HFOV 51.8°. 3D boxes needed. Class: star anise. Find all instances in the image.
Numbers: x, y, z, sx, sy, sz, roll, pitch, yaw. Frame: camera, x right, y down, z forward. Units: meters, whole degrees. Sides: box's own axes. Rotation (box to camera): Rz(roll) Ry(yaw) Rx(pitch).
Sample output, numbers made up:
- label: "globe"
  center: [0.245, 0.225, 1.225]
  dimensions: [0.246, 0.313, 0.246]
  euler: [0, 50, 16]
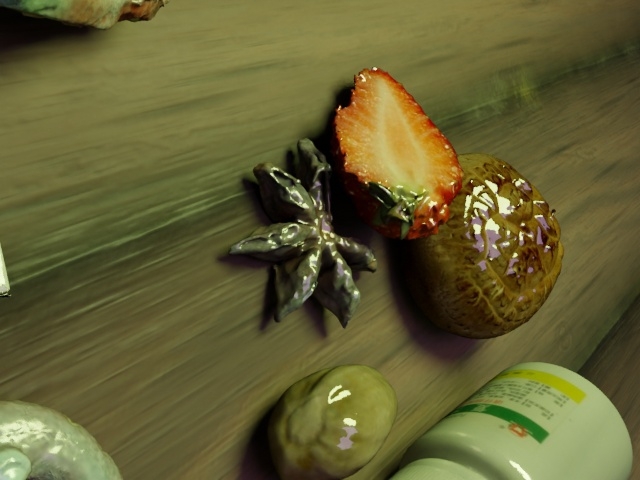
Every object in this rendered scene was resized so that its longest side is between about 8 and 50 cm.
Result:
- label: "star anise"
  center: [-0.011, 0.006, 0.712]
  dimensions: [0.172, 0.063, 0.208]
  euler: [-43, 112, -40]

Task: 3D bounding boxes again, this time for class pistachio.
- label: "pistachio"
  center: [0.021, 0.188, 0.683]
  dimensions: [0.185, 0.108, 0.126]
  euler: [-20, 120, -52]

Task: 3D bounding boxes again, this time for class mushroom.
- label: "mushroom"
  center: [0.212, 0.002, 0.879]
  dimensions: [0.253, 0.153, 0.253]
  euler: [8, 76, -33]

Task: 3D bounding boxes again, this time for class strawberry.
- label: "strawberry"
  center: [0.077, -0.087, 0.787]
  dimensions: [0.175, 0.107, 0.236]
  euler: [30, 42, -5]

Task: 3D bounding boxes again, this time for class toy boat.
- label: "toy boat"
  center: [-0.199, 0.219, 0.471]
  dimensions: [0.155, 0.085, 0.227]
  euler: [-35, 107, -41]

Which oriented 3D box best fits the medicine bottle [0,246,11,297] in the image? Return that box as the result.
- label: "medicine bottle"
  center: [-0.311, -0.040, 0.433]
  dimensions: [0.171, 0.052, 0.201]
  euler: [-15, 92, -45]

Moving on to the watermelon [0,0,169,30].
- label: "watermelon"
  center: [-0.220, -0.245, 0.515]
  dimensions: [0.257, 0.140, 0.193]
  euler: [-24, 100, -64]

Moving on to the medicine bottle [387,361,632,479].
- label: "medicine bottle"
  center: [0.201, 0.296, 0.765]
  dimensions: [0.340, 0.208, 0.208]
  euler: [-19, 96, -44]
